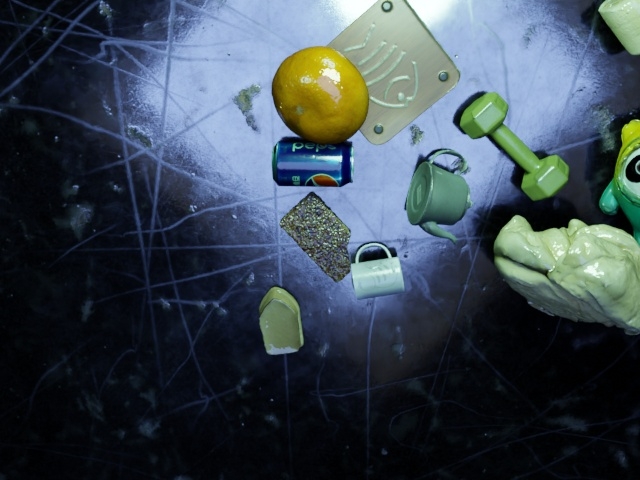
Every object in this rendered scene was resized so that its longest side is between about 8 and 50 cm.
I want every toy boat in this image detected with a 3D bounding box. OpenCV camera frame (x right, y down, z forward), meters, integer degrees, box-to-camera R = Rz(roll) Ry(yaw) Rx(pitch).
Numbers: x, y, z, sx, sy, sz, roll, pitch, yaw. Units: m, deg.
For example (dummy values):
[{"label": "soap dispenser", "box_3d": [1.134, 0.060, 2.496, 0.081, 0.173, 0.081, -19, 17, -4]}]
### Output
[{"label": "toy boat", "box_3d": [-0.113, 0.224, 1.661, 0.116, 0.061, 0.188, -8, 105, 5]}]

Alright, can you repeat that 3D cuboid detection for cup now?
[{"label": "cup", "box_3d": [0.147, 0.084, 1.592, 0.133, 0.099, 0.135, -9, 106, 5]}]

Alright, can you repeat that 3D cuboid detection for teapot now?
[{"label": "teapot", "box_3d": [0.316, -0.114, 1.513, 0.149, 0.162, 0.239, 11, 76, -10]}]

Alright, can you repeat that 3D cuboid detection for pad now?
[{"label": "pad", "box_3d": [0.162, -0.421, 1.492, 0.287, 0.018, 0.284, -38, 101, 13]}]

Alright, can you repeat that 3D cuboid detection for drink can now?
[{"label": "drink can", "box_3d": [-0.017, -0.193, 1.511, 0.205, 0.118, 0.118, 0, 106, 2]}]

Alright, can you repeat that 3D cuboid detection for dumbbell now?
[{"label": "dumbbell", "box_3d": [0.482, -0.230, 1.486, 0.302, 0.121, 0.108, 42, 133, -10]}]

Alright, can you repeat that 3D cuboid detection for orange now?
[{"label": "orange", "box_3d": [0.003, -0.344, 1.426, 0.240, 0.171, 0.240, 15, 130, 19]}]

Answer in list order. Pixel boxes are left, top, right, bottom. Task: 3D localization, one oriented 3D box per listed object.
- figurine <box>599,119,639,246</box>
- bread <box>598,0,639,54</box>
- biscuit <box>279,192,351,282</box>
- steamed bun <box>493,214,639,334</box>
[{"label": "figurine", "box_3d": [0.844, -0.134, 1.448, 0.324, 0.231, 0.339, 2, 105, 40]}, {"label": "bread", "box_3d": [0.745, -0.525, 1.379, 0.148, 0.134, 0.141, -43, 101, -1]}, {"label": "biscuit", "box_3d": [0.011, -0.004, 1.610, 0.131, 0.026, 0.237, -41, 100, 14]}, {"label": "steamed bun", "box_3d": [0.625, 0.065, 1.460, 0.325, 0.372, 0.230, 36, 79, -46]}]
